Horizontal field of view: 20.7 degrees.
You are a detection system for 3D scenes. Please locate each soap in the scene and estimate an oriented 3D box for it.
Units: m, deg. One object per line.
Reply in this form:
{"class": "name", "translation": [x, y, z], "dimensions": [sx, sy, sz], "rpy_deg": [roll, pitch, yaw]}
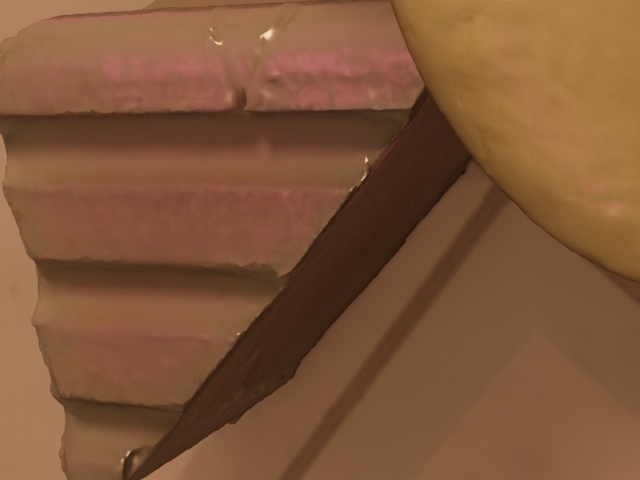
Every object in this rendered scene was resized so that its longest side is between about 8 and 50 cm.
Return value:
{"class": "soap", "translation": [0.000, 0.000, 0.866], "dimensions": [0.302, 0.159, 0.257], "rpy_deg": [1, 106, 34]}

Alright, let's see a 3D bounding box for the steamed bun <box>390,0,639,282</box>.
{"class": "steamed bun", "translation": [0.177, -0.148, 0.622], "dimensions": [0.312, 0.233, 0.333], "rpy_deg": [4, 115, 12]}
